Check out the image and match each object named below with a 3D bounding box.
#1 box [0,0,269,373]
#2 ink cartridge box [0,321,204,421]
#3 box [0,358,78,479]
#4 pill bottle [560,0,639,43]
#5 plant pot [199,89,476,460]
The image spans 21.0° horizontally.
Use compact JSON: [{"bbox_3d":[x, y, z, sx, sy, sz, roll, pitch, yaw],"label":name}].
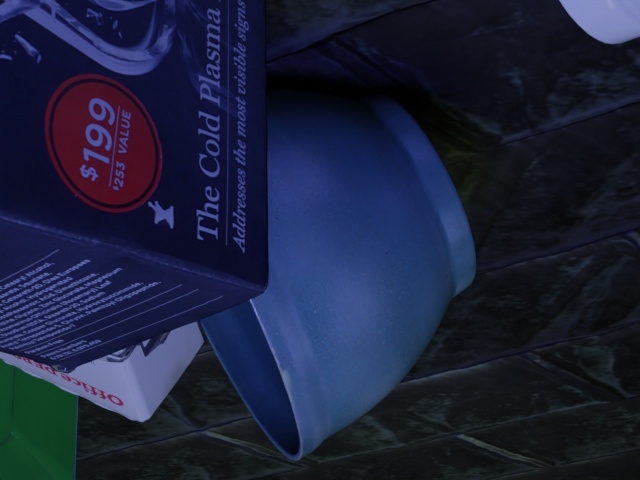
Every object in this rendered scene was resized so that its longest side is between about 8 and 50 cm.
[{"bbox_3d":[-0.197,-0.142,0.859,0.313,0.343,0.179,16,153,-40],"label":"box"},{"bbox_3d":[-0.209,0.022,1.418,0.172,0.100,0.237,21,147,24],"label":"ink cartridge box"},{"bbox_3d":[-0.311,0.150,1.680,0.127,0.261,0.231,6,157,-18],"label":"box"},{"bbox_3d":[0.259,-0.214,0.976,0.265,0.153,0.153,-21,151,37],"label":"pill bottle"},{"bbox_3d":[0.000,0.000,1.367,0.196,0.293,0.293,-26,161,-12],"label":"plant pot"}]
